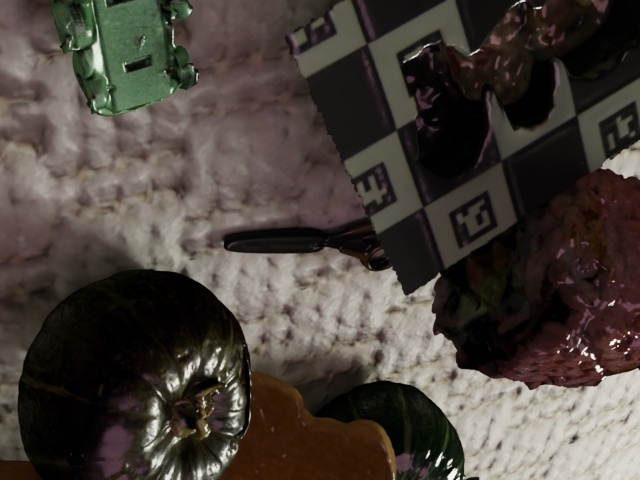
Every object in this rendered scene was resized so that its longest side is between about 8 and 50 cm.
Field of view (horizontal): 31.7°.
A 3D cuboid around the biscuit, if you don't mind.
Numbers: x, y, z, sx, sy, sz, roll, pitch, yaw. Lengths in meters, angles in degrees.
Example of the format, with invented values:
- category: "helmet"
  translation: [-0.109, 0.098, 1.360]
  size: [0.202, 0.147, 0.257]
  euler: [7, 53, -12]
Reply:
- category: "biscuit"
  translation: [-0.031, 0.315, 1.294]
  size: [0.269, 0.051, 0.376]
  euler: [-10, 109, 11]

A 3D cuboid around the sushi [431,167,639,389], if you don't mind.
- category: "sushi"
  translation: [0.231, 0.035, 1.184]
  size: [0.170, 0.237, 0.270]
  euler: [2, 164, -27]

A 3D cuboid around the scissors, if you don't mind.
- category: "scissors"
  translation: [0.000, 0.000, 1.156]
  size: [0.220, 0.017, 0.088]
  euler: [-1, 133, -31]

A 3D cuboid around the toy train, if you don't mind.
- category: "toy train"
  translation: [-0.151, -0.164, 0.838]
  size: [0.099, 0.081, 0.149]
  euler: [-21, 146, -13]

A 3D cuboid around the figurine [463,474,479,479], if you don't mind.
- category: "figurine"
  translation: [0.069, 0.444, 1.550]
  size: [0.382, 0.186, 0.261]
  euler: [-44, 145, 9]

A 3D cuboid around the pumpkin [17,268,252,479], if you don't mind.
- category: "pumpkin"
  translation: [-0.163, 0.144, 1.039]
  size: [0.238, 0.159, 0.238]
  euler: [-2, 92, -48]

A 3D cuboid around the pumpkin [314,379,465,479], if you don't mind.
- category: "pumpkin"
  translation: [0.074, 0.271, 1.382]
  size: [0.211, 0.152, 0.212]
  euler: [-11, 126, -15]

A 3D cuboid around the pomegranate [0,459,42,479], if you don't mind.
- category: "pomegranate"
  translation: [-0.318, 0.414, 1.094]
  size: [0.411, 0.411, 0.411]
  euler: [-18, 140, -16]

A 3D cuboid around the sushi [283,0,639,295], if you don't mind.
- category: "sushi"
  translation: [0.156, -0.172, 1.017]
  size: [0.373, 0.100, 0.296]
  euler: [-33, 127, -9]
